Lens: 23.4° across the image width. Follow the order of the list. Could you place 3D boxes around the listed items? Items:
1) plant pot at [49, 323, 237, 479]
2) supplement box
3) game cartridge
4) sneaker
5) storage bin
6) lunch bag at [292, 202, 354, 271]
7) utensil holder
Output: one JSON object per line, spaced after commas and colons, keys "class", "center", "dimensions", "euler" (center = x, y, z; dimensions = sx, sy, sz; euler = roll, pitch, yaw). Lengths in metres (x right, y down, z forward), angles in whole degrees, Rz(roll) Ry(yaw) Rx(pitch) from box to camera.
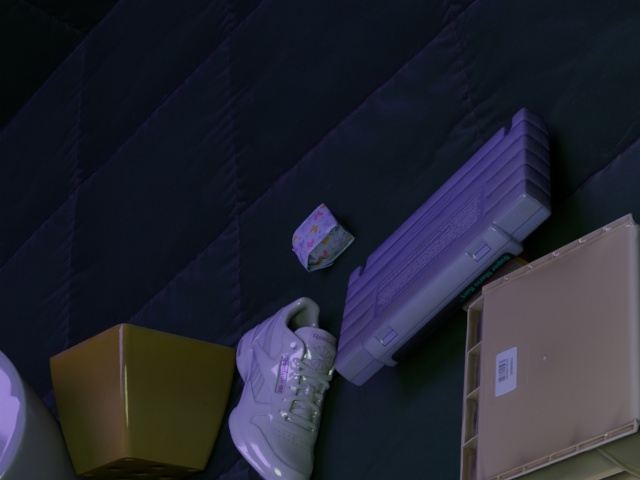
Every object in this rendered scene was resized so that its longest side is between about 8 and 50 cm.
{"class": "plant pot", "center": [-0.268, 0.258, 2.305], "dimensions": [0.212, 0.212, 0.187], "euler": [-26, 56, 45]}
{"class": "supplement box", "center": [0.212, 0.041, 1.915], "dimensions": [0.098, 0.036, 0.062], "euler": [-48, 31, 21]}
{"class": "game cartridge", "center": [0.156, 0.013, 1.943], "dimensions": [0.355, 0.068, 0.230], "euler": [-45, 22, 29]}
{"class": "sneaker", "center": [-0.045, 0.201, 2.089], "dimensions": [0.152, 0.114, 0.305], "euler": [-43, 34, 30]}
{"class": "storage bin", "center": [0.277, 0.148, 1.643], "dimensions": [0.260, 0.123, 0.262], "euler": [-31, 42, 42]}
{"class": "lunch bag", "center": [0.000, 0.000, 2.257], "dimensions": [0.083, 0.053, 0.071], "euler": [-45, 34, 7]}
{"class": "utensil holder", "center": [-0.531, 0.351, 2.314], "dimensions": [0.328, 0.385, 0.327], "euler": [-3, 61, 6]}
